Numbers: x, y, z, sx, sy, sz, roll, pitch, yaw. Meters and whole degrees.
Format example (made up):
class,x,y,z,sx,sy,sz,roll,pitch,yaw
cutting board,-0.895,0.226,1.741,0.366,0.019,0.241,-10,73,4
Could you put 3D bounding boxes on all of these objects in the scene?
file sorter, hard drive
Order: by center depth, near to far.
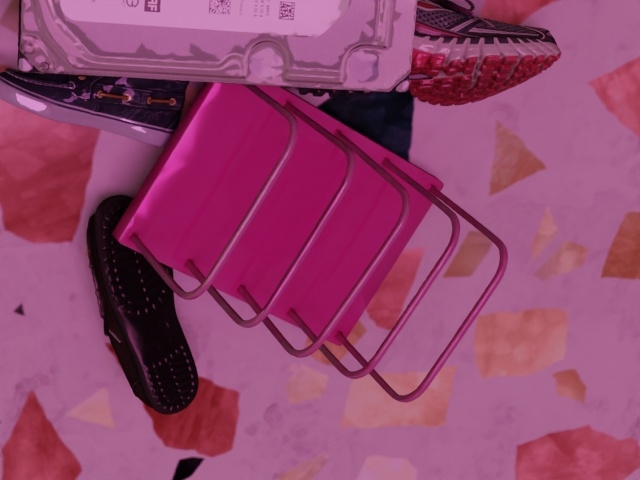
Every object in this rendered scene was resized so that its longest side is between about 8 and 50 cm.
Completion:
class,x,y,z,sx,sy,sz,roll,pitch,yaw
hard drive,-0.082,-0.251,1.276,0.339,0.064,0.237,3,104,-12
file sorter,0.000,0.000,1.415,0.290,0.182,0.202,27,99,-35

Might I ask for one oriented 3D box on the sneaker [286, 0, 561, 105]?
class,x,y,z,sx,sy,sz,roll,pitch,yaw
sneaker,0.099,-0.202,1.443,0.299,0.121,0.112,3,72,-27

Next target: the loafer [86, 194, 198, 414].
class,x,y,z,sx,sy,sz,roll,pitch,yaw
loafer,-0.188,0.065,1.470,0.080,0.078,0.220,-19,100,-41

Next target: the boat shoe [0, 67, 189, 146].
class,x,y,z,sx,sy,sz,roll,pitch,yaw
boat shoe,-0.210,-0.149,1.395,0.183,0.065,0.083,13,103,-27
